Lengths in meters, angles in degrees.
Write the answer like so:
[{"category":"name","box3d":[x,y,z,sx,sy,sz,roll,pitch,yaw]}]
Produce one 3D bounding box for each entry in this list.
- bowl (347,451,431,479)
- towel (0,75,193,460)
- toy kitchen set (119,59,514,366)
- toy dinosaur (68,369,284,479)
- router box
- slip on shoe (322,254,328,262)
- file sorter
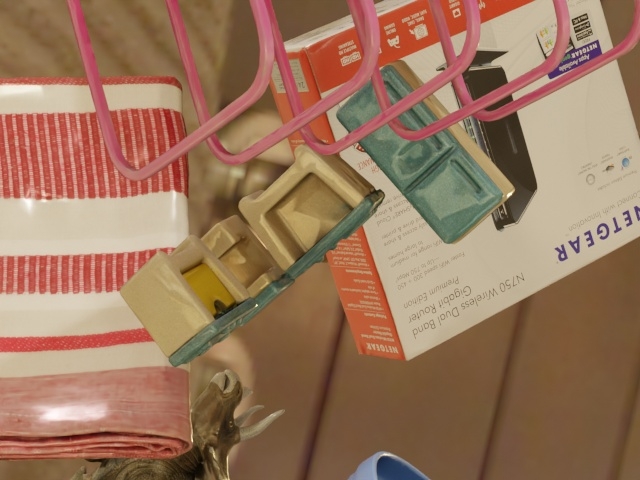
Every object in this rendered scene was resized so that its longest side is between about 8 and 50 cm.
[{"category":"bowl","box3d":[0.143,0.357,1.641,0.391,0.077,0.391,48,8,-9]},{"category":"towel","box3d":[-0.211,0.008,1.359,0.237,0.329,0.037,0,-36,-5]},{"category":"toy kitchen set","box3d":[0.000,0.000,1.256,0.122,0.207,0.166,48,20,4]},{"category":"toy dinosaur","box3d":[-0.185,0.235,1.658,0.160,0.313,0.121,33,24,-34]},{"category":"router box","box3d":[0.141,-0.093,1.783,0.335,0.301,0.082,-26,15,-29]},{"category":"slip on shoe","box3d":[0.008,0.005,1.947,0.051,0.041,0.135,41,4,-6]},{"category":"file sorter","box3d":[0.017,-0.155,1.114,0.290,0.182,0.202,-10,-10,-35]}]
